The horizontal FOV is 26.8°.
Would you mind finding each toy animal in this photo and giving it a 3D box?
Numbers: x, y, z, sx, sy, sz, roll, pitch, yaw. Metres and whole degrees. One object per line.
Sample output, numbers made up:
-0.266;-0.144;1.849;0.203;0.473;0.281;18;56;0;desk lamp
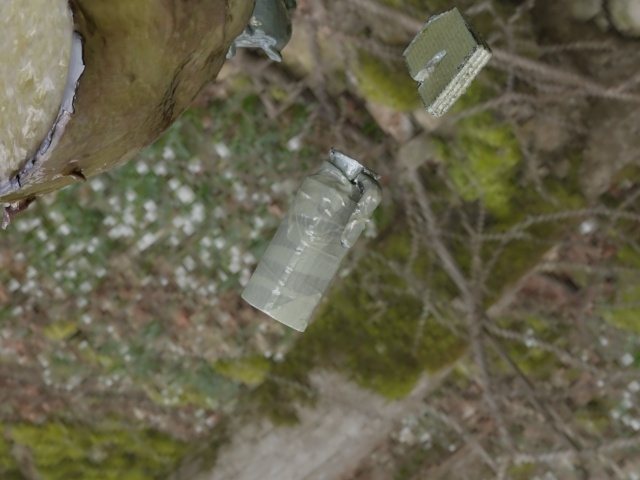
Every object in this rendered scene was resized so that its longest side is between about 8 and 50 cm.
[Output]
-0.083;-0.389;1.941;0.125;0.251;0.127;13;167;-27;toy animal

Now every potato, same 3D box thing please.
-0.185;-0.173;1.084;0.237;0.288;0.301;-4;-106;-50;potato

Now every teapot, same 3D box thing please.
0.000;0.000;1.500;0.077;0.200;0.107;28;-179;-32;teapot

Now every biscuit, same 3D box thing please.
0.211;-0.313;2.280;0.046;0.147;0.250;29;-159;-22;biscuit
